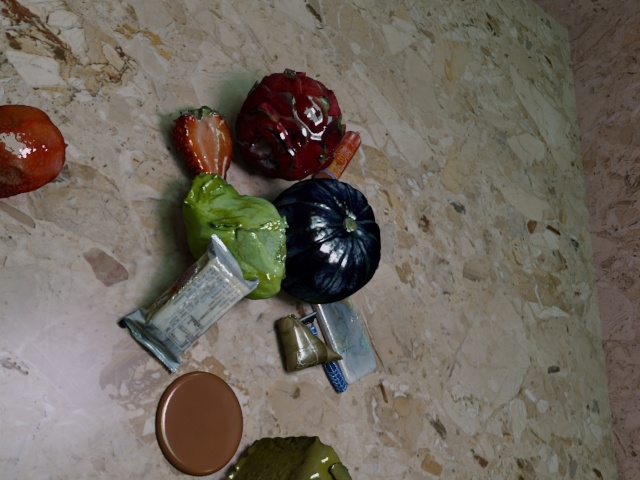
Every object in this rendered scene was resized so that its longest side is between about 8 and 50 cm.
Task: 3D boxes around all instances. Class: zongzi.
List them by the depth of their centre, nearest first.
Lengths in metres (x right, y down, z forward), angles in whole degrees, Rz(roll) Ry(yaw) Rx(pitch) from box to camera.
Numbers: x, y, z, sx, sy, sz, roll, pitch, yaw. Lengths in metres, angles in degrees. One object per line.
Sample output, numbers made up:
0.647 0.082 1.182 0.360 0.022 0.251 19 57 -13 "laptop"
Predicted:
-0.027 0.274 2.035 0.176 0.078 0.160 -10 83 -31 "zongzi"

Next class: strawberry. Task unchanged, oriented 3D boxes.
-0.308 -0.247 1.967 0.174 0.098 0.228 -30 100 -44 "strawberry"

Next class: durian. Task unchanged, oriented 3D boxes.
-0.214 0.005 1.859 0.204 0.255 0.340 -46 138 -54 "durian"

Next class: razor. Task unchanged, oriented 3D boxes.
0.010 0.325 2.092 0.081 0.042 0.253 -29 98 -3 "razor"

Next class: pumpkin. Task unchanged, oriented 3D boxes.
0.000 0.000 2.049 0.363 0.266 0.364 14 67 -36 "pumpkin"

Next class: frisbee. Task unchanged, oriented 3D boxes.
-0.289 0.445 1.779 0.250 0.021 0.251 16 65 -38 "frisbee"

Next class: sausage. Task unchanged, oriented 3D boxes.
0.066 -0.272 2.349 0.074 0.074 0.274 49 47 -19 "sausage"

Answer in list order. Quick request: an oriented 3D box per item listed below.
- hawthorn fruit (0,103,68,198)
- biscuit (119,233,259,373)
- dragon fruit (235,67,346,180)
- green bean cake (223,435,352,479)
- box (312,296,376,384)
-0.646 -0.199 1.563 0.253 0.205 0.205 -33 98 -54 "hawthorn fruit"
-0.308 0.150 1.746 0.309 0.079 0.186 -44 112 -3 "biscuit"
-0.085 -0.320 2.054 0.329 0.329 0.330 17 63 -39 "dragon fruit"
-0.091 0.628 1.705 0.285 0.309 0.202 -49 117 -38 "green bean cake"
0.070 0.275 2.170 0.142 0.044 0.285 -21 89 -42 "box"
